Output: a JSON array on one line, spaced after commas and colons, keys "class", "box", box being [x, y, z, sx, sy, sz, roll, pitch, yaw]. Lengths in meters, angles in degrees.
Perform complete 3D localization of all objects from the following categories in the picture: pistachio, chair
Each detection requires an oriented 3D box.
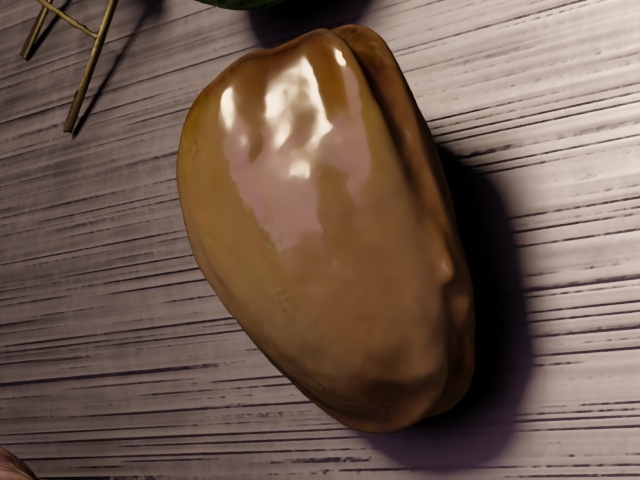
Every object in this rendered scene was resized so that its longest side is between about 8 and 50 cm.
[{"class": "pistachio", "box": [0.000, 0.000, 0.826, 0.212, 0.163, 0.260, -33, 69, 54]}, {"class": "chair", "box": [-0.207, -0.269, 1.089, 0.326, 0.170, 0.160, -56, 46, 22]}]

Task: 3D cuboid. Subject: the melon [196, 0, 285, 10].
[{"class": "melon", "box": [-0.060, -0.312, 0.940, 0.182, 0.182, 0.288, -1, 91, 41]}]

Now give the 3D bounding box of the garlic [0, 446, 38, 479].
[{"class": "garlic", "box": [-0.254, 0.264, 0.967, 0.245, 0.160, 0.245, -25, 61, 58]}]
